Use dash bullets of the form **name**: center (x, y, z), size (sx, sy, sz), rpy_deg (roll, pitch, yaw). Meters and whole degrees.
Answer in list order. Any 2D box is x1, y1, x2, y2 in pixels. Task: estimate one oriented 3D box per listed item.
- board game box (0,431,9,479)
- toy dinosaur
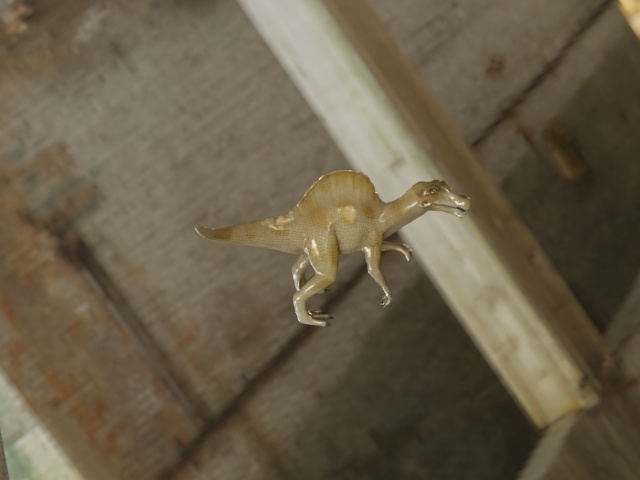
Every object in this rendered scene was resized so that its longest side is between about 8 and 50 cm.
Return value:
- **board game box**: center (-0.255, 0.253, 1.160), size (0.064, 0.316, 0.242), rpy_deg (-11, 171, -11)
- **toy dinosaur**: center (0.000, 0.000, 0.952), size (0.183, 0.093, 0.053), rpy_deg (-9, -150, -23)
